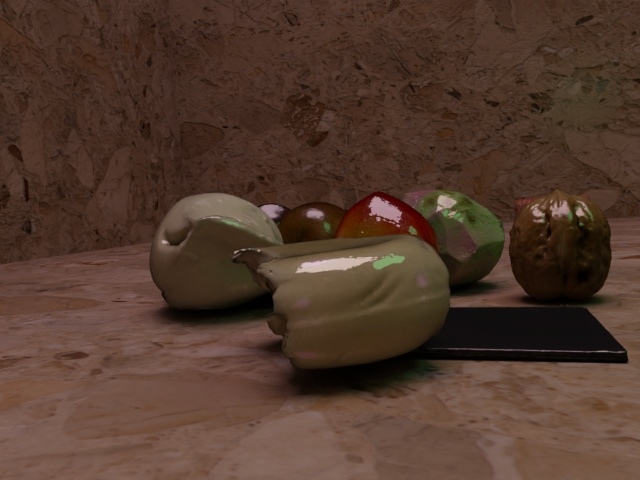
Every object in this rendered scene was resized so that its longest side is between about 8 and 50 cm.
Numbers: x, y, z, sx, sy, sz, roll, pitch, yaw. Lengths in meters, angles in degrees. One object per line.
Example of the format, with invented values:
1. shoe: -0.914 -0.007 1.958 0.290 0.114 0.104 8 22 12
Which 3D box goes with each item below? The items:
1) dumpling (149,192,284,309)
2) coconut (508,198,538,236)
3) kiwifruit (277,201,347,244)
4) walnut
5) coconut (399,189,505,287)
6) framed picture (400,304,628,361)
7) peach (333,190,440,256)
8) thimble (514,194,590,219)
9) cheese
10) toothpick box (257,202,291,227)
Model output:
1. dumpling: -0.167 0.053 1.033 0.315 0.233 0.395 28 -22 -19
2. coconut: 0.545 -0.024 1.287 0.183 0.171 0.171 5 5 9
3. kiwifruit: 0.000 0.000 1.311 0.196 0.196 0.234 -2 -2 29
4. walnut: 0.392 0.007 0.890 0.155 0.184 0.155 1 0 0
5. coconut: 0.230 -0.003 1.068 0.236 0.236 0.204 -6 -30 -32
6. framed picture: 0.192 0.117 0.722 0.338 0.014 0.255 -2 4 16
7. peach: 0.110 0.015 0.917 0.197 0.197 0.197 -4 4 0
8. thimble: 0.729 -0.064 1.697 0.239 0.162 0.239 -4 5 0
9. cheese: 0.016 0.062 0.641 0.233 0.127 0.266 -4 3 -10
10. toothpick box: -0.153 -0.007 1.626 0.192 0.192 0.294 -4 -2 -9
